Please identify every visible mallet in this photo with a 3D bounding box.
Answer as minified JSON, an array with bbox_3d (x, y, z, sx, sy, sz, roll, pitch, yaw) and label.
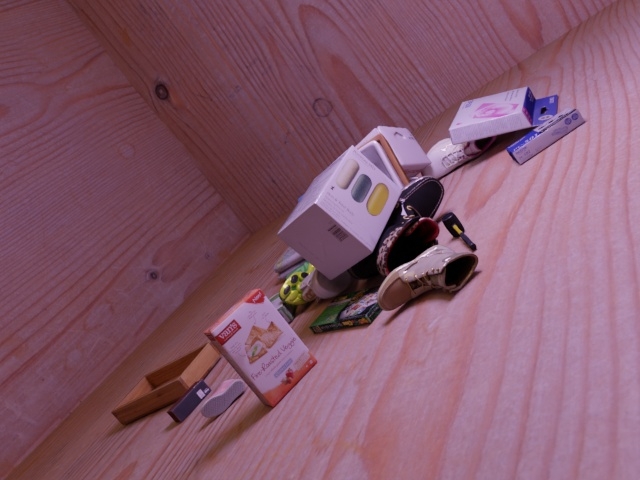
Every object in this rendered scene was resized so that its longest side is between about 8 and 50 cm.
[{"bbox_3d":[0.352,-0.009,1.472,0.039,0.062,0.190,-36,25,9],"label":"mallet"}]

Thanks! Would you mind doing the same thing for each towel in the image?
[{"bbox_3d":[0.000,0.000,2.439,0.374,0.090,0.320,-30,16,34],"label":"towel"}]

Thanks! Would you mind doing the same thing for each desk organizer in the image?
[{"bbox_3d":[-0.390,0.476,1.774,0.050,0.047,0.130,-28,14,51],"label":"desk organizer"}]

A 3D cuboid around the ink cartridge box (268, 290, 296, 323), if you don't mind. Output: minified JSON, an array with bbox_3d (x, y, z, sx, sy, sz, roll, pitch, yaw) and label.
[{"bbox_3d":[-0.140,0.230,1.962,0.109,0.062,0.209,-36,10,10],"label":"ink cartridge box"}]

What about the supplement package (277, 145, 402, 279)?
[{"bbox_3d":[0.056,-0.076,1.631,0.198,0.199,0.263,-37,16,47],"label":"supplement package"}]

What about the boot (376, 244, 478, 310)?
[{"bbox_3d":[0.232,0.089,1.314,0.213,0.077,0.165,-36,12,-9],"label":"boot"}]

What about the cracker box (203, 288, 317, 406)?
[{"bbox_3d":[-0.138,0.250,1.402,0.156,0.232,0.067,-43,12,-25],"label":"cracker box"}]

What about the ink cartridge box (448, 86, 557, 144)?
[{"bbox_3d":[0.622,-0.438,2.022,0.330,0.071,0.324,-11,23,26],"label":"ink cartridge box"}]

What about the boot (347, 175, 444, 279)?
[{"bbox_3d":[0.244,-0.033,1.619,0.377,0.138,0.284,-43,10,-9],"label":"boot"}]

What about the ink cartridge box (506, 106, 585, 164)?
[{"bbox_3d":[0.642,-0.301,1.715,0.207,0.046,0.097,-35,10,13],"label":"ink cartridge box"}]

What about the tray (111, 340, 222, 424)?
[{"bbox_3d":[-0.536,0.501,2.078,0.411,0.076,0.203,-31,13,35],"label":"tray"}]

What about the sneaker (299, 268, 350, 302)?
[{"bbox_3d":[0.005,0.138,1.774,0.169,0.108,0.292,-52,1,22],"label":"sneaker"}]

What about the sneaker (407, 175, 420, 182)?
[{"bbox_3d":[0.252,-0.099,2.028,0.283,0.110,0.122,-42,14,29],"label":"sneaker"}]

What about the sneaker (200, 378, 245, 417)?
[{"bbox_3d":[-0.263,0.419,1.595,0.134,0.051,0.070,-37,8,-18],"label":"sneaker"}]

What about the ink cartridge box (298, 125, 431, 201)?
[{"bbox_3d":[0.159,-0.211,2.112,0.395,0.166,0.285,-41,-12,29],"label":"ink cartridge box"}]

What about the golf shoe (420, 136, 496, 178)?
[{"bbox_3d":[0.491,-0.320,2.126,0.306,0.115,0.140,-37,14,8],"label":"golf shoe"}]

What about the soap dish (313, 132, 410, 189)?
[{"bbox_3d":[0.144,-0.167,1.887,0.291,0.229,0.118,-32,-7,33],"label":"soap dish"}]

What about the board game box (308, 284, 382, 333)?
[{"bbox_3d":[0.083,0.177,1.553,0.136,0.030,0.259,-47,14,-32],"label":"board game box"}]

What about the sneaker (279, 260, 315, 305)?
[{"bbox_3d":[-0.060,0.148,1.982,0.123,0.109,0.295,-39,1,30],"label":"sneaker"}]
